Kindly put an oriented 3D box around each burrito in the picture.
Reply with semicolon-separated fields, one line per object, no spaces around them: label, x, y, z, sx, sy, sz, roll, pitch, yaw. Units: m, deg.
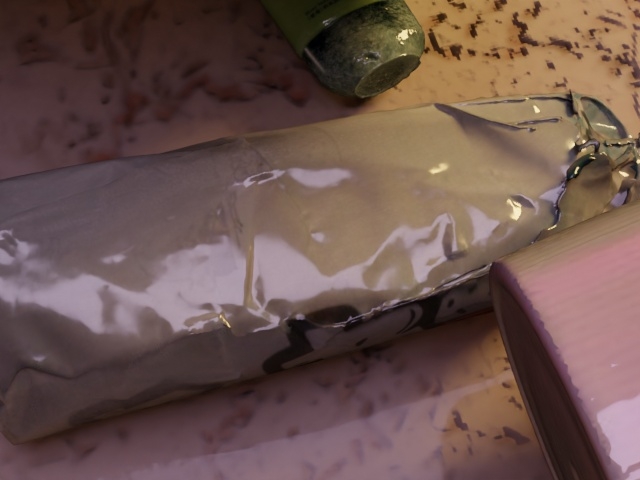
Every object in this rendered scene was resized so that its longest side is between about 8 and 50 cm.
burrito;0.000;0.000;0.646;0.445;0.101;0.139;-12;61;-5

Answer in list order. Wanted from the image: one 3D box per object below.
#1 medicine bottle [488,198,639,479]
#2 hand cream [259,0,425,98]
medicine bottle;0.260;0.046;0.537;0.325;0.256;0.256;-20;66;0
hand cream;-0.004;-0.161;0.750;0.095;0.046;0.175;-28;66;-9
